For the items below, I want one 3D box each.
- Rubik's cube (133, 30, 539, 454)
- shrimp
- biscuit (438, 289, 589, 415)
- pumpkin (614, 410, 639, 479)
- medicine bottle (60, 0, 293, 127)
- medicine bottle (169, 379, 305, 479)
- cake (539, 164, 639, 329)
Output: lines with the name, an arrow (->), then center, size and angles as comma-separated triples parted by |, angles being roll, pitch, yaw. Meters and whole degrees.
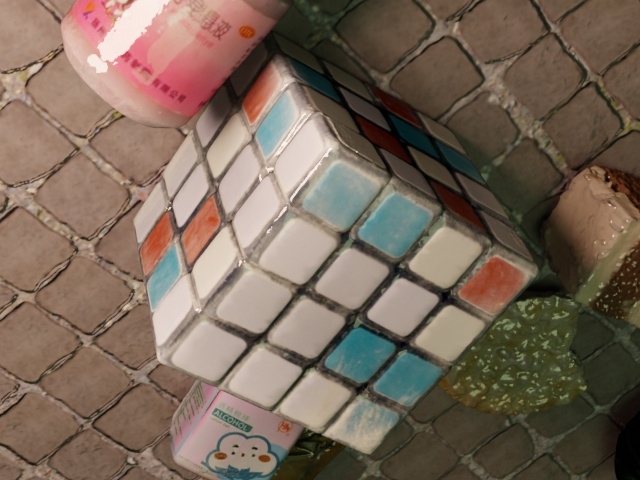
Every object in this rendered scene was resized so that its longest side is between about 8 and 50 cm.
Rubik's cube -> 0.001, 0.000, 1.107 | 0.256, 0.253, 0.259 | 27, 111, -29
shrimp -> -0.041, 0.230, 1.387 | 0.236, 0.053, 0.133 | -35, 104, 13
biscuit -> 0.229, 0.126, 1.392 | 0.265, 0.040, 0.188 | 31, 110, -33
pumpkin -> 0.468, 0.289, 1.492 | 0.150, 0.194, 0.194 | -9, 128, -34
medicine bottle -> -0.098, -0.220, 0.998 | 0.147, 0.147, 0.247 | 34, 109, -32
medicine bottle -> -0.073, 0.172, 1.291 | 0.119, 0.094, 0.188 | 28, 106, -18
cake -> 0.329, 0.009, 1.283 | 0.147, 0.135, 0.135 | 11, 122, -23
